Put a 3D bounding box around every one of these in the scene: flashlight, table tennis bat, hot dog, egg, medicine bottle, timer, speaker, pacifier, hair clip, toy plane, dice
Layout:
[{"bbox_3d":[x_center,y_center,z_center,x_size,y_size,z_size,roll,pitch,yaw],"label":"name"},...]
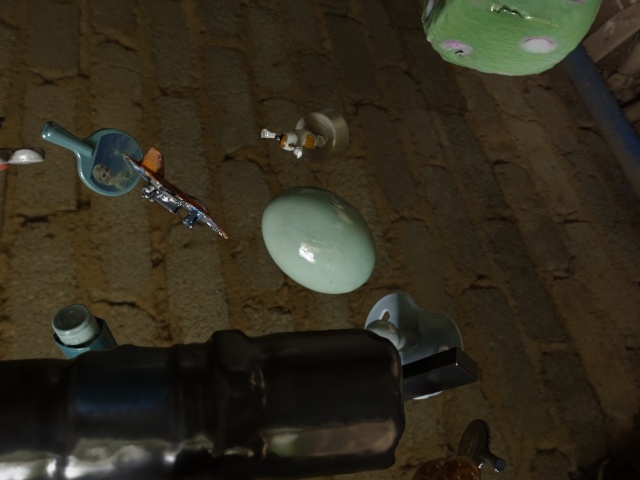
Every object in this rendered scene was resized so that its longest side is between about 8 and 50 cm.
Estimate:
[{"bbox_3d":[-0.156,0.108,0.294,0.103,0.424,0.103,180,90,-73],"label":"flashlight"},{"bbox_3d":[-0.481,-0.186,1.100,0.038,0.237,0.149,20,83,37],"label":"table tennis bat"},{"bbox_3d":[0.227,0.538,0.974,0.256,0.153,0.150,-79,-6,-45],"label":"hot dog"},{"bbox_3d":[0.000,0.000,1.479,0.276,0.389,0.276,-31,38,29],"label":"egg"},{"bbox_3d":[-0.416,0.229,0.929,0.124,0.079,0.258,-58,-24,-43],"label":"medicine bottle"},{"bbox_3d":[-0.047,-0.312,1.571,0.175,0.266,0.175,11,111,29],"label":"timer"},{"bbox_3d":[0.237,0.305,1.150,0.218,0.082,0.044,-30,31,36],"label":"speaker"},{"bbox_3d":[0.187,0.256,1.251,0.299,0.233,0.244,27,93,46],"label":"pacifier"},{"bbox_3d":[-0.487,-0.120,0.690,0.257,0.146,0.075,-69,-13,-70],"label":"hair clip"},{"bbox_3d":[-0.219,-0.060,0.770,0.188,0.062,0.135,52,171,-10],"label":"toy plane"},{"bbox_3d":[0.431,-0.586,1.169,0.318,0.331,0.322,176,106,-85],"label":"dice"},{"bbox_3d":[0.409,0.542,1.315,0.236,0.027,0.150,131,163,-80],"label":"table tennis bat"}]
